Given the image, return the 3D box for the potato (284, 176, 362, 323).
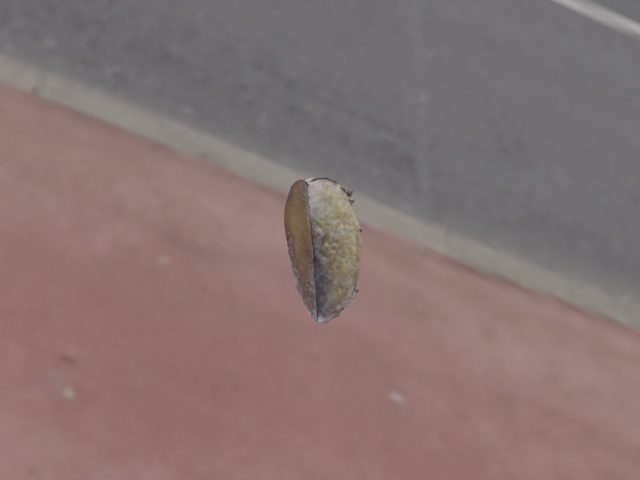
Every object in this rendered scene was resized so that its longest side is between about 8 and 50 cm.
[{"bbox_3d":[0.001,-0.001,1.205,0.037,0.093,0.036,-18,25,-30],"label":"potato"}]
